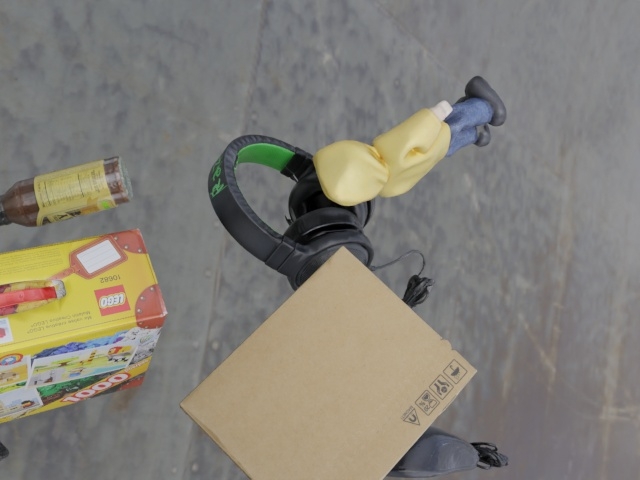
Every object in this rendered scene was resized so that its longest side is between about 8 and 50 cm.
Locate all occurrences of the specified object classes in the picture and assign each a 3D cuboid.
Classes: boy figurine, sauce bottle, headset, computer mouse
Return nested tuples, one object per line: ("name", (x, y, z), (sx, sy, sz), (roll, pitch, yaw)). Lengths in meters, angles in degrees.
("boy figurine", (0.116, -0.123, 1.069), (0.285, 0.177, 0.092), (-26, 73, -20))
("sauce bottle", (-0.586, -0.092, 1.685), (0.111, 0.344, 0.111), (166, -90, -88))
("headset", (0.000, 0.000, 1.178), (0.394, 0.185, 0.243), (29, 35, -17))
("computer mouse", (0.166, 0.324, 1.224), (0.272, 0.188, 0.072), (16, 73, -56))

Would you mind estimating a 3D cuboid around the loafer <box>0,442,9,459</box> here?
("loafer", (-0.724, 0.454, 1.609), (0.078, 0.080, 0.220), (-44, 174, -2))

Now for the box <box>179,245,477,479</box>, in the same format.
("box", (0.009, 0.126, 0.662), (0.201, 0.164, 0.021), (-44, 170, -18))

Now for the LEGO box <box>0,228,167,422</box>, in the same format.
("LEGO box", (-0.579, 0.189, 1.460), (0.500, 0.372, 0.193), (-12, 65, -26))
